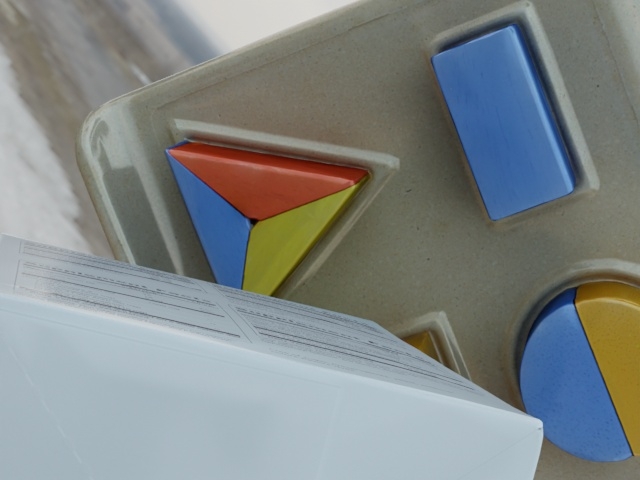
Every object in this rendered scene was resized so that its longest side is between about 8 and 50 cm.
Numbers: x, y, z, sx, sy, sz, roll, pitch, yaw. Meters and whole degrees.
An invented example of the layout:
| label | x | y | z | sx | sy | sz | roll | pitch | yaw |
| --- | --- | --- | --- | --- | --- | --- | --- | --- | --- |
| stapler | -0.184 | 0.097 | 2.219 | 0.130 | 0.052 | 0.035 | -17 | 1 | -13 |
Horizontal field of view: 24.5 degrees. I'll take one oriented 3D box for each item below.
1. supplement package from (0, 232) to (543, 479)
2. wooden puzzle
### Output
| label | x | y | z | sx | sy | sz | roll | pitch | yaw |
| --- | --- | --- | --- | --- | --- | --- | --- | --- | --- |
| supplement package | -0.064 | 0.122 | 0.600 | 0.198 | 0.199 | 0.263 | 14 | 2 | -11 |
| wooden puzzle | 0.069 | 0.021 | 0.814 | 0.080 | 0.348 | 0.322 | -47 | 117 | -80 |
